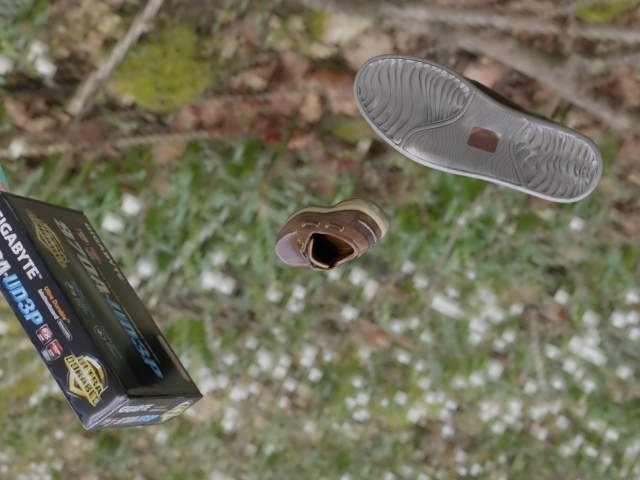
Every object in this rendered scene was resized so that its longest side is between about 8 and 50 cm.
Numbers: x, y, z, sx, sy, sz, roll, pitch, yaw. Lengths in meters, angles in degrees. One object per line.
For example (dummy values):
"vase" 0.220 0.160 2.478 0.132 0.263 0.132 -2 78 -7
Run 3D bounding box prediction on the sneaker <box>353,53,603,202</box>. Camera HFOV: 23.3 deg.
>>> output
"sneaker" 0.134 -0.091 1.341 0.222 0.083 0.118 26 -175 6

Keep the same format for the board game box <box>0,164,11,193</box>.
"board game box" -0.451 -0.037 1.793 0.210 0.160 0.047 1 -146 23

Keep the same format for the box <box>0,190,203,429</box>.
"box" -0.210 0.065 1.382 0.220 0.051 0.175 56 -169 14

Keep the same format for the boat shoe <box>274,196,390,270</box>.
"boat shoe" 0.000 0.000 1.684 0.064 0.060 0.178 49 147 -18
